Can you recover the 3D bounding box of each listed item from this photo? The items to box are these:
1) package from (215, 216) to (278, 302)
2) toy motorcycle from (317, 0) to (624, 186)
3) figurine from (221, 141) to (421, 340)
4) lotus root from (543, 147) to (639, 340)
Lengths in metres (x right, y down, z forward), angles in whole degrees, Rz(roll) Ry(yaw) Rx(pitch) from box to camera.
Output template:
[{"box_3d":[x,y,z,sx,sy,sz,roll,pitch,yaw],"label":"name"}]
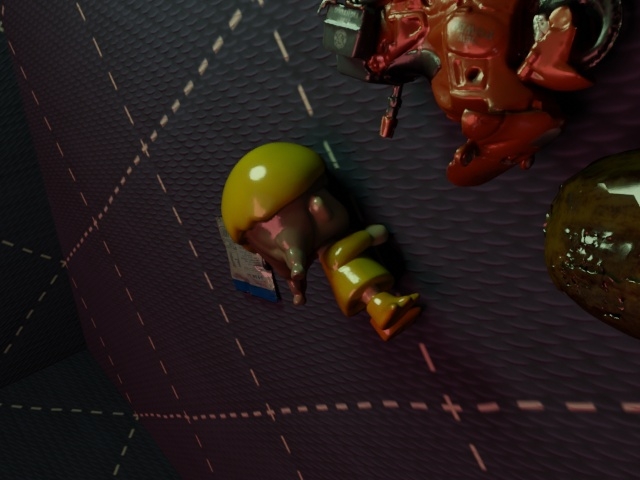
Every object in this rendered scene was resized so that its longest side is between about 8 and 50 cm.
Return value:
[{"box_3d":[-0.154,0.037,1.436,0.171,0.027,0.173,10,120,51],"label":"package"},{"box_3d":[0.137,-0.179,0.728,0.325,0.147,0.221,30,113,42],"label":"toy motorcycle"},{"box_3d":[0.000,0.000,1.035,0.343,0.187,0.215,44,157,20],"label":"figurine"},{"box_3d":[0.336,0.015,0.492,0.397,0.195,0.179,16,97,58],"label":"lotus root"}]
